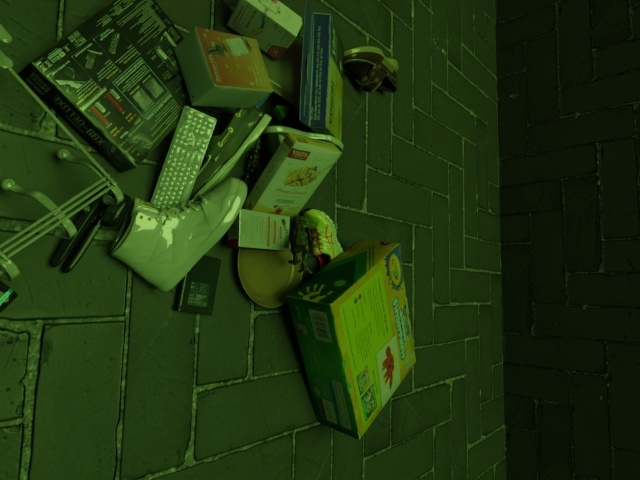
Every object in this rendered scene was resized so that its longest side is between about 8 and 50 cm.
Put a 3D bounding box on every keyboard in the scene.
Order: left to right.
[{"bbox_3d":[-0.300,-0.154,0.954,0.072,0.014,0.256,20,93,-18],"label":"keyboard"}]

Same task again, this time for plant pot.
[{"bbox_3d":[-0.137,0.060,1.191,0.236,0.032,0.237,4,85,-49],"label":"plant pot"}]

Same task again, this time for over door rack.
[{"bbox_3d":[-0.504,-0.133,0.693,0.325,0.108,0.240,61,41,-25],"label":"over door rack"}]

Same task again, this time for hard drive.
[{"bbox_3d":[-0.283,0.100,1.028,0.094,0.022,0.135,20,72,-46],"label":"hard drive"}]

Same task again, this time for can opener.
[{"bbox_3d":[-0.439,-0.025,0.836,0.186,0.073,0.059,-58,136,-23],"label":"can opener"}]

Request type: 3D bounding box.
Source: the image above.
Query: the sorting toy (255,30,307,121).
[{"bbox_3d":[-0.115,-0.482,1.228,0.195,0.047,0.348,30,65,-26],"label":"sorting toy"}]

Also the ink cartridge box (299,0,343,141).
[{"bbox_3d":[0.013,-0.456,1.257,0.307,0.072,0.304,-15,108,-80],"label":"ink cartridge box"}]

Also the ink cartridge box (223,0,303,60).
[{"bbox_3d":[-0.157,-0.561,1.117,0.198,0.115,0.067,28,66,-21],"label":"ink cartridge box"}]

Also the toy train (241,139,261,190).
[{"bbox_3d":[-0.180,-0.204,1.166,0.036,0.027,0.159,24,70,-49],"label":"toy train"}]

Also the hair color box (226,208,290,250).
[{"bbox_3d":[-0.153,-0.023,1.115,0.167,0.053,0.093,7,81,-47],"label":"hair color box"}]

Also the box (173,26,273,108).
[{"bbox_3d":[-0.208,-0.370,0.969,0.170,0.090,0.130,-18,89,-50],"label":"box"}]

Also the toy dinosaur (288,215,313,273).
[{"bbox_3d":[-0.054,0.019,1.161,0.268,0.063,0.118,-105,-166,-69],"label":"toy dinosaur"}]

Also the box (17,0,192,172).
[{"bbox_3d":[-0.387,-0.332,0.904,0.242,0.076,0.308,51,52,-34],"label":"box"}]

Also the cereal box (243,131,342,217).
[{"bbox_3d":[-0.073,-0.159,1.147,0.172,0.240,0.047,-1,48,-47],"label":"cereal box"}]

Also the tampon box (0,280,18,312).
[{"bbox_3d":[-0.567,0.072,0.646,0.161,0.101,0.121,54,49,-30],"label":"tampon box"}]

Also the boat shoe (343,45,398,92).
[{"bbox_3d":[0.174,-0.578,1.536,0.341,0.123,0.123,-11,94,-55],"label":"boat shoe"}]

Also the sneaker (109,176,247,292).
[{"bbox_3d":[-0.293,-0.050,0.911,0.293,0.108,0.169,-51,125,-8],"label":"sneaker"}]

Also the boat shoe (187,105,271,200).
[{"bbox_3d":[-0.234,-0.211,1.053,0.091,0.109,0.305,38,66,-11],"label":"boat shoe"}]

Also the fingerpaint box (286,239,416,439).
[{"bbox_3d":[0.113,0.275,1.328,0.371,0.163,0.446,-35,121,-44],"label":"fingerpaint box"}]

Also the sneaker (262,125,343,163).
[{"bbox_3d":[-0.046,-0.234,1.274,0.295,0.104,0.147,-3,94,-46],"label":"sneaker"}]

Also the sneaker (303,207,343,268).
[{"bbox_3d":[0.000,0.000,1.316,0.094,0.081,0.209,-49,122,-37],"label":"sneaker"}]
